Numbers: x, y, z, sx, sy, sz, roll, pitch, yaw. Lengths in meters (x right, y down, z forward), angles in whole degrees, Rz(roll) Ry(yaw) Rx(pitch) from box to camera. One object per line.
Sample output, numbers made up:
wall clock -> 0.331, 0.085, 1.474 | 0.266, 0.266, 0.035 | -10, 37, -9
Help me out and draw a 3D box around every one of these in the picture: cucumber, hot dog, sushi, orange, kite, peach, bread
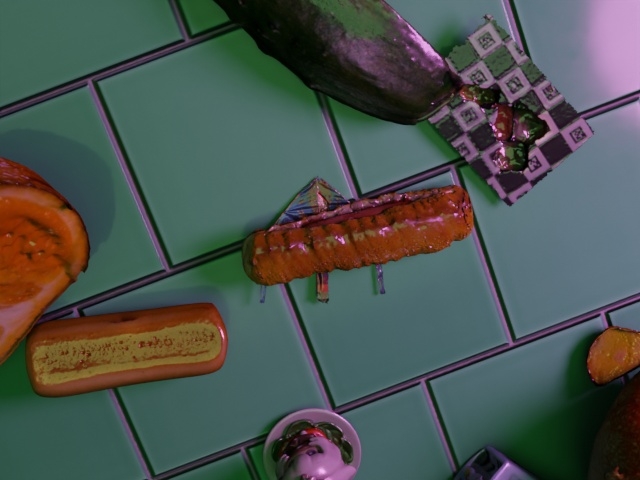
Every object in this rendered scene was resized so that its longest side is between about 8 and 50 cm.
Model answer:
cucumber -> 0.013, -0.238, 1.038 | 0.325, 0.105, 0.145 | 38, 101, -8
hot dog -> 0.047, -0.004, 1.114 | 0.288, 0.068, 0.083 | -14, 106, -7
sushi -> 0.214, -0.158, 1.120 | 0.139, 0.031, 0.201 | -42, 104, 13
orange -> -0.406, 0.037, 0.999 | 0.310, 0.274, 0.274 | -20, 106, 37
kite -> 0.000, 0.000, 1.147 | 0.182, 0.010, 0.160 | -4, 99, -7
peach -> 0.382, 0.152, 1.188 | 0.077, 0.050, 0.083 | 16, 91, 16
bread -> -0.231, 0.132, 1.122 | 0.239, 0.074, 0.093 | -7, 86, -5

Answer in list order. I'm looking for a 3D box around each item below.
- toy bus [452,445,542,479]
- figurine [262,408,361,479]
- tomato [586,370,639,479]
toy bus -> 0.311, 0.411, 1.214 | 0.329, 0.109, 0.136 | 36, 86, -11
figurine -> -0.004, 0.293, 1.134 | 0.132, 0.154, 0.132 | -1, 102, -5
tomato -> 0.445, 0.277, 1.099 | 0.238, 0.303, 0.304 | 11, 102, 18
